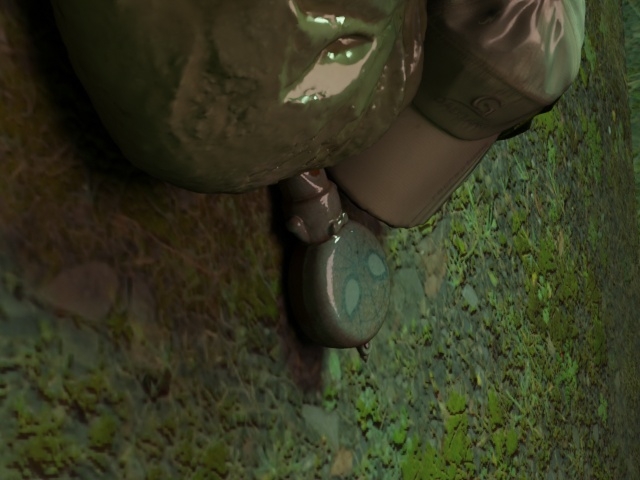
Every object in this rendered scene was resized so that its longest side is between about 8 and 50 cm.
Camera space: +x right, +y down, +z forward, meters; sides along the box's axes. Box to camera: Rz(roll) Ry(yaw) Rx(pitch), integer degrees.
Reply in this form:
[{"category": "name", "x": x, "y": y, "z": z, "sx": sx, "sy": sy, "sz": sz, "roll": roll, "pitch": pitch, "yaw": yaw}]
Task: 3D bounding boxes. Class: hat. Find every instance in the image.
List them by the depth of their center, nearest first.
[{"category": "hat", "x": 0.106, "y": -0.142, "z": 1.239, "sx": 0.232, "sy": 0.161, "sz": 0.275, "roll": 32, "pitch": 93, "yaw": -27}]

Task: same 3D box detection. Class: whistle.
[{"category": "whistle", "x": 0.000, "y": 0.000, "z": 1.207, "sx": 0.107, "sy": 0.057, "sz": 0.220, "roll": -47, "pitch": 125, "yaw": -46}]

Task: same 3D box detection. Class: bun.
[{"category": "bun", "x": -0.033, "y": -0.214, "z": 0.948, "sx": 0.359, "sy": 0.210, "sz": 0.360, "roll": -4, "pitch": 90, "yaw": -70}]

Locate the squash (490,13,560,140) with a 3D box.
[{"category": "squash", "x": 0.133, "y": -0.194, "z": 1.391, "sx": 0.041, "sy": 0.219, "sz": 0.219, "roll": -20, "pitch": 105, "yaw": -48}]
